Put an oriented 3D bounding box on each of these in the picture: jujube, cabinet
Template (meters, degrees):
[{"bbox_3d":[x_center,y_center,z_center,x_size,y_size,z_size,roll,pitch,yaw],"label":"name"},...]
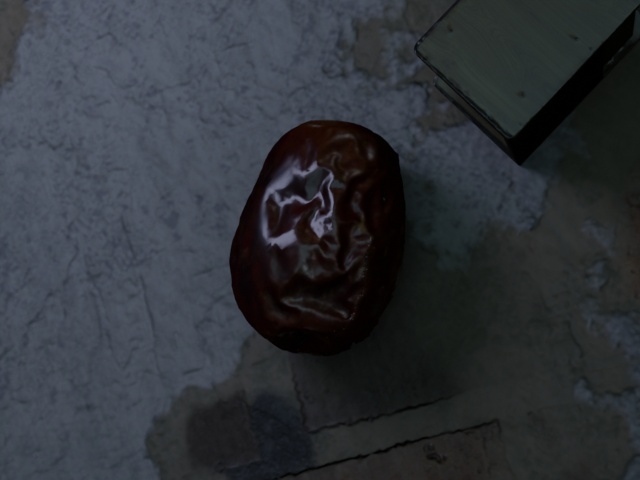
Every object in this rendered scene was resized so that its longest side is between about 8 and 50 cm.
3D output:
[{"bbox_3d":[0.000,0.000,1.571,0.183,0.183,0.243,9,76,12],"label":"jujube"},{"bbox_3d":[0.226,-0.217,1.544,0.148,0.175,0.215,45,94,12],"label":"cabinet"}]
